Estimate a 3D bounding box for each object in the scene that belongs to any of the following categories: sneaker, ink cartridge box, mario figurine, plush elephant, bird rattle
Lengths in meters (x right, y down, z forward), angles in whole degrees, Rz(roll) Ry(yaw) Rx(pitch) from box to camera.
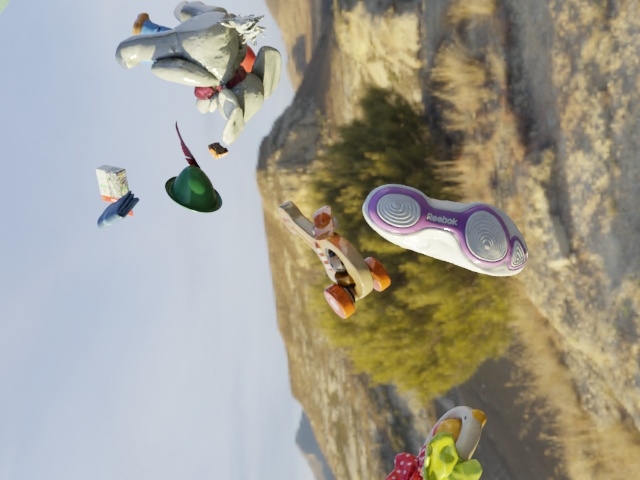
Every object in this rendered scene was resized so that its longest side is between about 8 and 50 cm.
[{"bbox_3d":[0.218,-0.023,1.339,0.152,0.305,0.114,153,138,-84],"label":"sneaker"},{"bbox_3d":[-0.449,-0.105,1.651,0.029,0.062,0.115,-40,-45,-50],"label":"ink cartridge box"},{"bbox_3d":[-0.321,-0.489,1.969,0.198,0.320,0.170,116,166,-61],"label":"mario figurine"},{"bbox_3d":[-0.225,-0.370,1.681,0.272,0.330,0.255,-50,-44,-39],"label":"plush elephant"},{"bbox_3d":[0.251,0.429,1.512,0.207,0.143,0.253,-56,-1,-22],"label":"bird rattle"}]

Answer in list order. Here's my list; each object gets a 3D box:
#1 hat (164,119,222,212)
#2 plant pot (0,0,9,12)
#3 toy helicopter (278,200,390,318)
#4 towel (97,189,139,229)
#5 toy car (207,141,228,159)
[{"bbox_3d":[-0.361,-0.208,2.252,0.173,0.208,0.184,-99,31,-52],"label":"hat"},{"bbox_3d":[-0.835,-0.551,1.668,0.290,0.290,0.195,-81,15,-75],"label":"plant pot"},{"bbox_3d":[0.000,0.000,1.777,0.355,0.140,0.235,41,161,41],"label":"toy helicopter"},{"bbox_3d":[-0.417,-0.060,1.544,0.029,0.119,0.067,44,-123,-21],"label":"towel"},{"bbox_3d":[-0.262,-0.259,2.082,0.122,0.060,0.041,-50,-23,-46],"label":"toy car"}]
